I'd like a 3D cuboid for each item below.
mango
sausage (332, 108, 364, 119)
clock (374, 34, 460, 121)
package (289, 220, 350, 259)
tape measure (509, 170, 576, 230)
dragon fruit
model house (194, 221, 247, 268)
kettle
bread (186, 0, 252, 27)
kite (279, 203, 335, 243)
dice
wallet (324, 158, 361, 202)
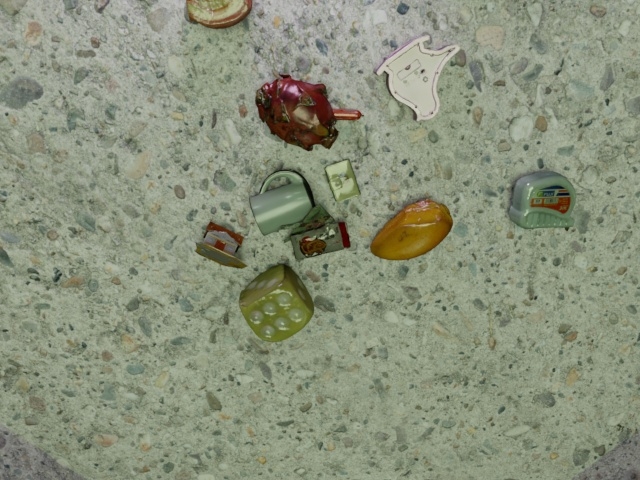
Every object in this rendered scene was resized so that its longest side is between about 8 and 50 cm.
[{"bbox_3d":[0.358,-0.028,1.963,0.350,0.201,0.199,-33,80,16],"label":"mango"},{"bbox_3d":[0.095,-0.478,1.867,0.146,0.050,0.048,1,67,-3],"label":"sausage"},{"bbox_3d":[0.390,-0.613,1.821,0.290,0.080,0.275,-37,107,10],"label":"clock"},{"bbox_3d":[0.000,0.000,2.012,0.240,0.030,0.154,-15,134,-3],"label":"package"},{"bbox_3d":[0.895,-0.156,1.979,0.243,0.125,0.246,-3,112,-9],"label":"tape measure"},{"bbox_3d":[-0.074,-0.459,1.773,0.315,0.250,0.250,20,107,9],"label":"dragon fruit"},{"bbox_3d":[-0.375,0.013,1.966,0.219,0.207,0.135,23,69,-10],"label":"model house"},{"bbox_3d":[-0.147,-0.158,1.905,0.237,0.161,0.221,-20,99,3],"label":"kettle"},{"bbox_3d":[-0.352,-0.825,1.688,0.244,0.123,0.190,-24,110,6],"label":"bread"},{"bbox_3d":[-0.047,-0.062,1.940,0.268,0.013,0.323,-8,156,-37],"label":"kite"},{"bbox_3d":[-0.177,0.256,2.002,0.238,0.233,0.226,-31,108,8],"label":"dice"},{"bbox_3d":[0.086,-0.236,1.952,0.110,0.039,0.155,-20,109,0],"label":"wallet"}]
